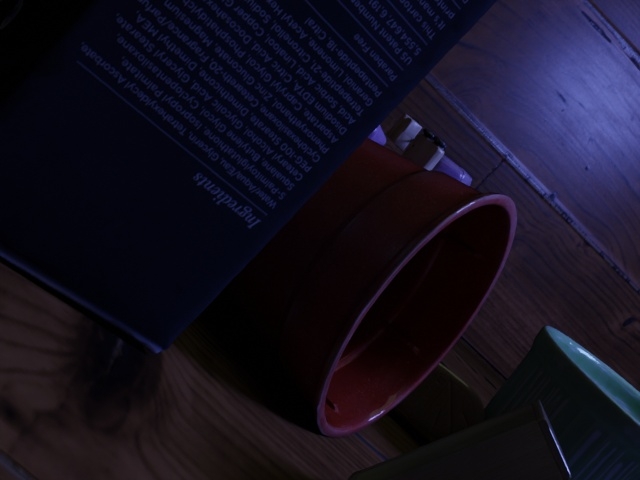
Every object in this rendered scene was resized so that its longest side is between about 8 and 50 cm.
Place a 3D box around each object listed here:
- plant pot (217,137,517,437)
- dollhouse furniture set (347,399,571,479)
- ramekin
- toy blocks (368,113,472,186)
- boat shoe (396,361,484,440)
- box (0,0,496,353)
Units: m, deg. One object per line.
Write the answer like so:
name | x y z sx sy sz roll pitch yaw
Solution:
plant pot | 0.000 0.000 0.888 0.265 0.272 0.272 38 3 25
dollhouse furniture set | 0.132 0.261 0.648 0.212 0.161 0.242 14 52 -78
ramekin | 0.346 0.259 1.129 0.303 0.148 0.303 38 11 -8
toy blocks | 0.108 -0.022 1.427 0.260 0.309 0.288 32 12 -34
boat shoe | 0.083 0.146 1.157 0.285 0.103 0.092 40 -8 3
box | -0.093 -0.175 0.688 0.212 0.395 0.293 39 7 -34
